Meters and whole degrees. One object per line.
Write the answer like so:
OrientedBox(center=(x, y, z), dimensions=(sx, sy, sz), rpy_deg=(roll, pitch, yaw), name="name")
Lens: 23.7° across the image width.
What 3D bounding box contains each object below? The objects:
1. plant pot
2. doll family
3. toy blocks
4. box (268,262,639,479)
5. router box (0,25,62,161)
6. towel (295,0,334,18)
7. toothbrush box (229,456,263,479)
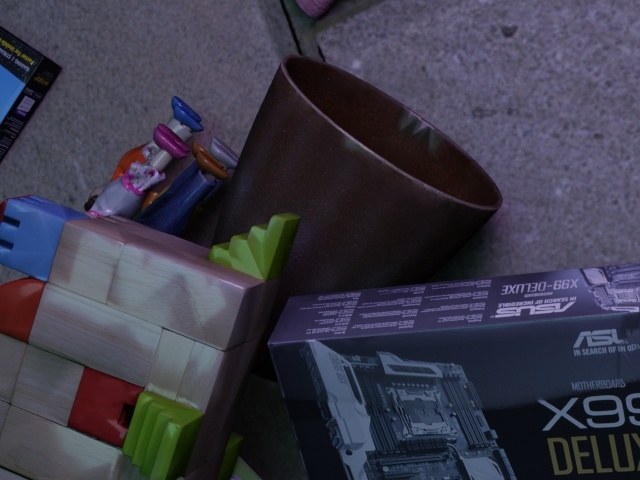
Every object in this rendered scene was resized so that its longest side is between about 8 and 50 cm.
OrientedBox(center=(0.000, 0.000, 1.282), dimensions=(0.215, 0.215, 0.230), rpy_deg=(40, 109, 22), name="plant pot")
OrientedBox(center=(-0.144, -0.015, 1.324), dimensions=(0.118, 0.263, 0.163), rpy_deg=(41, 99, -7), name="doll family")
OrientedBox(center=(-0.203, 0.120, 1.157), dimensions=(0.261, 0.191, 0.381), rpy_deg=(21, 99, 12), name="toy blocks")
OrientedBox(center=(0.138, 0.148, 1.185), dimensions=(0.307, 0.076, 0.242), rpy_deg=(-6, 118, 18), name="box")
OrientedBox(center=(-0.361, -0.163, 1.508), dimensions=(0.179, 0.046, 0.133), rpy_deg=(34, 92, 22), name="router box")
OrientedBox(center=(0.040, -0.386, 1.339), dimensions=(0.329, 0.037, 0.237), rpy_deg=(-41, 67, 38), name="towel")
OrientedBox(center=(-0.196, 0.206, 1.303), dimensions=(0.283, 0.122, 0.206), rpy_deg=(42, 79, 16), name="toothbrush box")
